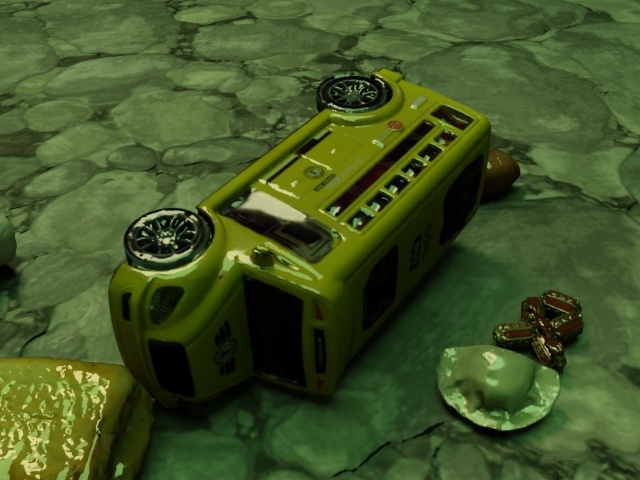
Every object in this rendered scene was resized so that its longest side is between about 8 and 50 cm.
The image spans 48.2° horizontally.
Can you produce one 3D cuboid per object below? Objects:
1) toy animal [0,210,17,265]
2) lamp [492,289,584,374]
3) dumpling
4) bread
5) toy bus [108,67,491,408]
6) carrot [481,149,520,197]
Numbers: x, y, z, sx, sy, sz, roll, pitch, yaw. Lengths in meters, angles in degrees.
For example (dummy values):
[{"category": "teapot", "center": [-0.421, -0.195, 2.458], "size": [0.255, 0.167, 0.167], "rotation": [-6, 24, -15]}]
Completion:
[{"category": "toy animal", "center": [-0.369, 0.025, 0.575], "size": [0.104, 0.130, 0.220], "rotation": [51, 51, -3]}, {"category": "lamp", "center": [0.183, 0.068, 0.575], "size": [0.063, 0.031, 0.083], "rotation": [27, 41, 32]}, {"category": "dumpling", "center": [0.128, 0.107, 0.521], "size": [0.076, 0.057, 0.052], "rotation": [18, -5, -16]}, {"category": "bread", "center": [-0.220, 0.129, 0.462], "size": [0.210, 0.083, 0.114], "rotation": [3, 42, 6]}, {"category": "toy bus", "center": [0.000, 0.000, 0.559], "size": [0.151, 0.145, 0.331], "rotation": [26, 50, 25]}, {"category": "carrot", "center": [0.106, -0.049, 0.728], "size": [0.216, 0.048, 0.048], "rotation": [-17, 39, -13]}]
